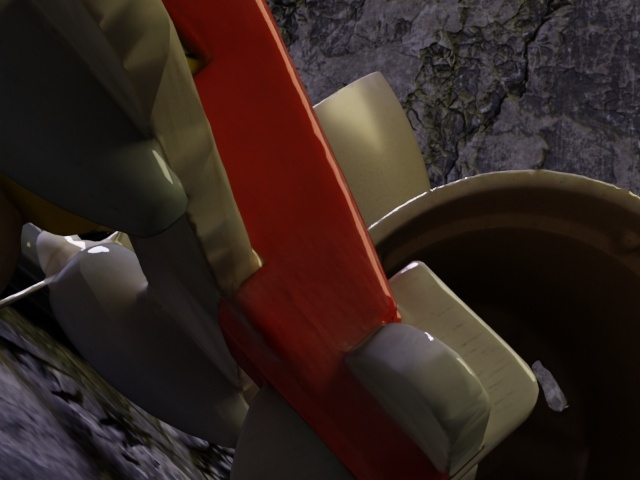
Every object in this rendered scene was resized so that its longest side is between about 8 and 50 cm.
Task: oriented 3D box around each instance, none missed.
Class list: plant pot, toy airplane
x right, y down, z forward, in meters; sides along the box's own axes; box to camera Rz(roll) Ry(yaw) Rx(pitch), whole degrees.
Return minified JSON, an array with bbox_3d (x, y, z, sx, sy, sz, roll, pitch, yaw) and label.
[{"bbox_3d":[0.000,0.000,1.546,0.191,0.284,0.284,53,3,3],"label":"plant pot"},{"bbox_3d":[0.125,0.139,1.195,0.334,0.334,0.305,45,-9,2],"label":"plant pot"},{"bbox_3d":[-0.080,-0.009,0.730,0.384,0.272,0.386,-121,-167,-63],"label":"toy airplane"}]

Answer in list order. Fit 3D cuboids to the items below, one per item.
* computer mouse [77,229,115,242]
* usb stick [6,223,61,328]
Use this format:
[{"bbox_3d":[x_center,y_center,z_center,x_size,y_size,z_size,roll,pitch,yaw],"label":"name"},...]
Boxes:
[{"bbox_3d":[-0.082,0.030,1.313,0.262,0.060,0.184,14,0,8],"label":"computer mouse"},{"bbox_3d":[-0.217,-0.027,0.949,0.278,0.045,0.077,43,2,-35],"label":"usb stick"}]
